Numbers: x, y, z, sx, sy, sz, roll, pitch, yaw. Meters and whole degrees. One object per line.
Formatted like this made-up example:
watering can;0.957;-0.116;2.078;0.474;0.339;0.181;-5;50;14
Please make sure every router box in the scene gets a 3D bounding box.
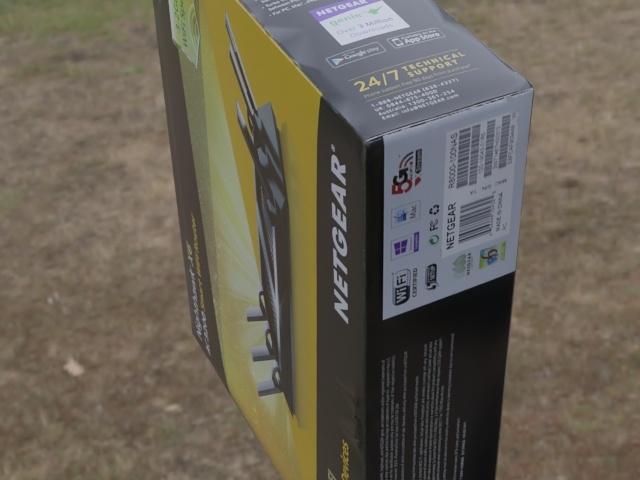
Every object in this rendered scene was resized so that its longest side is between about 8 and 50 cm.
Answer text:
router box;0.000;0.000;0.656;0.081;0.309;0.243;-18;42;-19
